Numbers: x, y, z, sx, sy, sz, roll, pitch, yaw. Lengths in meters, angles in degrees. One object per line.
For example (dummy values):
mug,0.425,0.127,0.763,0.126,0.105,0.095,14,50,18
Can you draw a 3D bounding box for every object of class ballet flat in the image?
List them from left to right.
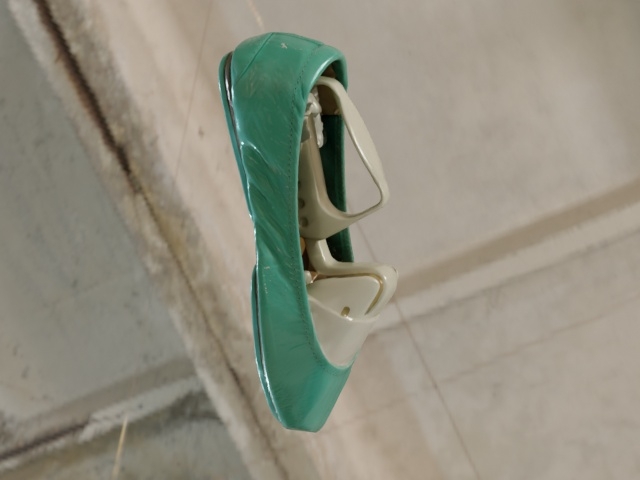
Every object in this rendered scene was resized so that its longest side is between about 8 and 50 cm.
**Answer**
ballet flat,0.000,0.000,0.859,0.087,0.083,0.247,-3,-78,28
